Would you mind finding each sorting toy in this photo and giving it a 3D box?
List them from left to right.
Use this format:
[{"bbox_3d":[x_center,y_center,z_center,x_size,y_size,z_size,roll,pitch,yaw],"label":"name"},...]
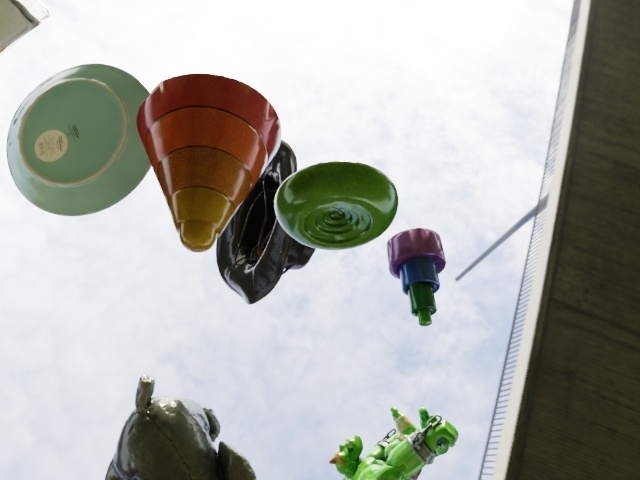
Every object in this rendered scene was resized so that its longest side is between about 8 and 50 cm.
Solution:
[{"bbox_3d":[0.000,0.000,0.449,0.366,0.127,0.126,27,-134,-34],"label":"sorting toy"}]

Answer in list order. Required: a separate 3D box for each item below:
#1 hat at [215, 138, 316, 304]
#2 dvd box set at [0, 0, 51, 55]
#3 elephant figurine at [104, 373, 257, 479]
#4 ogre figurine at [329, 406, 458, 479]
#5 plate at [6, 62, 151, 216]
[{"bbox_3d":[-0.076,-0.035,0.903,0.134,0.331,0.331,9,-118,-31],"label":"hat"},{"bbox_3d":[-0.415,-0.110,0.231,0.420,0.307,0.062,-38,-148,3],"label":"dvd box set"},{"bbox_3d":[-0.147,0.314,0.592,0.239,0.186,0.169,36,-89,37],"label":"elephant figurine"},{"bbox_3d":[0.080,0.253,0.547,0.118,0.197,0.096,-34,-87,-21],"label":"ogre figurine"},{"bbox_3d":[-0.276,-0.120,0.547,0.188,0.024,0.188,-1,-101,5],"label":"plate"}]
